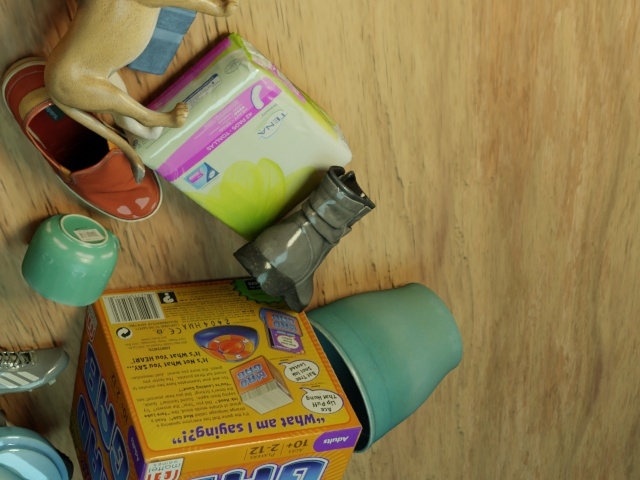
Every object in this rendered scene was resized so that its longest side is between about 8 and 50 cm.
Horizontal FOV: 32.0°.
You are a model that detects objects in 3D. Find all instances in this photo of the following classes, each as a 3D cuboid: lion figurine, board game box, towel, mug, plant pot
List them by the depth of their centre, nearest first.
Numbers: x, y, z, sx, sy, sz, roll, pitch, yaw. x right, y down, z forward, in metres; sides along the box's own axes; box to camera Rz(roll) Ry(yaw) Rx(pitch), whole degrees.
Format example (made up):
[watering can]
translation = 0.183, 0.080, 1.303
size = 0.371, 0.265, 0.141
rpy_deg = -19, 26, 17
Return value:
[lion figurine]
translation = -0.257, -0.264, 1.381
size = 0.240, 0.142, 0.392
rpy_deg = 16, 114, -23
[towel]
translation = -0.219, -0.284, 1.525
size = 0.067, 0.029, 0.119
rpy_deg = 12, 124, -36
[mug]
translation = -0.370, 0.014, 1.680
size = 0.130, 0.157, 0.097
rpy_deg = 22, 118, -14
[board game box]
translation = -0.197, 0.318, 1.887
size = 0.357, 0.356, 0.356
rpy_deg = -4, 133, -25
[plant pot]
translation = 0.110, 0.208, 2.036
size = 0.255, 0.271, 0.271
rpy_deg = -26, 141, -25

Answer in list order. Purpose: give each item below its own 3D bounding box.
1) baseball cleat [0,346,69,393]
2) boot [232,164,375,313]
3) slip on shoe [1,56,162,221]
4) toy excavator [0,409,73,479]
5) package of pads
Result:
[baseball cleat]
translation = -0.517, 0.205, 1.817
size = 0.206, 0.072, 0.109
rpy_deg = -21, 132, -14
[boot]
translation = 0.000, 0.000, 1.791
size = 0.223, 0.118, 0.338
rpy_deg = -42, 173, 1
[slip on shoe]
translation = -0.328, -0.120, 1.576
size = 0.123, 0.101, 0.331
rpy_deg = -33, 140, 2
[toy excavator]
translation = -0.555, 0.516, 1.739
size = 0.433, 0.445, 0.222
rpy_deg = -47, 122, -7
[package of pads]
translation = -0.112, -0.150, 1.662
size = 0.229, 0.101, 0.296
rpy_deg = -38, 141, 10
